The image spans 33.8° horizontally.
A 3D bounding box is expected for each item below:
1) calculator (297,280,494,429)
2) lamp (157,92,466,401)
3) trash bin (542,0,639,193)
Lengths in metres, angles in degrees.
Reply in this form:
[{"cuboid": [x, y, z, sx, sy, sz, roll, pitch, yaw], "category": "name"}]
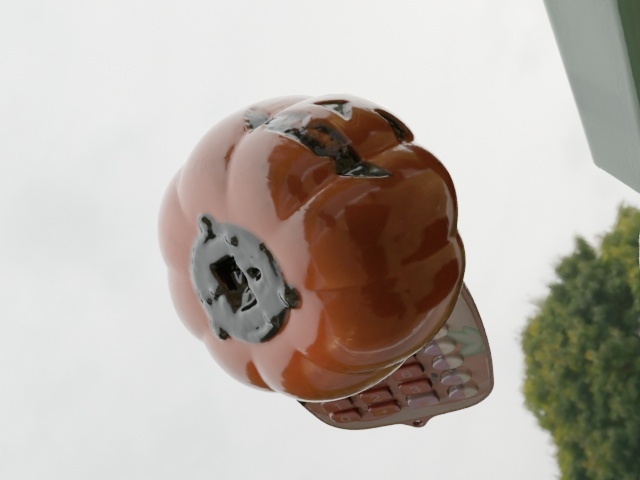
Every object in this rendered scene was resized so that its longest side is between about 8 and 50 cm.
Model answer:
[{"cuboid": [0.044, 0.086, 1.012, 0.048, 0.220, 0.329, -90, -21, -45], "category": "calculator"}, {"cuboid": [0.000, 0.000, 0.649, 0.164, 0.188, 0.187, -28, -50, -49], "category": "lamp"}, {"cuboid": [0.322, -0.227, 0.950, 0.223, 0.158, 0.343, -35, -46, -8], "category": "trash bin"}]
